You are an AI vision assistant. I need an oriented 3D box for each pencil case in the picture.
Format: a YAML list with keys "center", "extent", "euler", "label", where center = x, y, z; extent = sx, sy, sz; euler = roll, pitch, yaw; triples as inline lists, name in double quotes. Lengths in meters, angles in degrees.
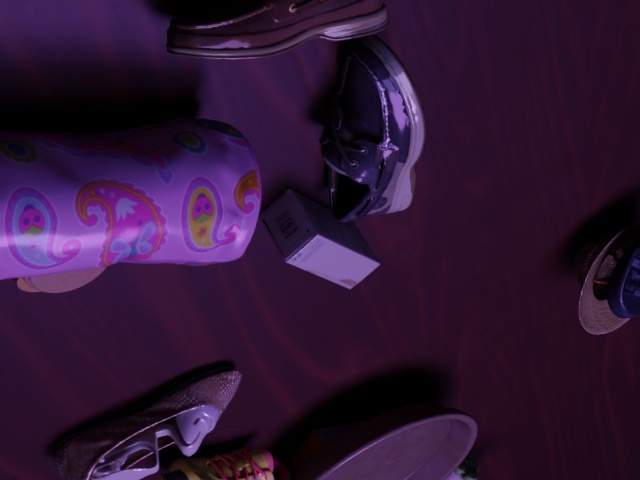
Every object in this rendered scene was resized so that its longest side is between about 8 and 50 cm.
- center: [-0.182, -0.032, 0.973]
  extent: [0.284, 0.124, 0.124]
  euler: [-4, 139, -38]
  label: "pencil case"

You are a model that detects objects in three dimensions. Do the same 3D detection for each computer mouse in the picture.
- center: [0.384, -0.024, 1.523]
  extent: [0.071, 0.041, 0.242]
  euler: [22, 98, -34]
  label: "computer mouse"

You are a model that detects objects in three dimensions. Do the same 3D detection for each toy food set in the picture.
- center: [-0.204, 0.013, 1.106]
  extent: [0.083, 0.020, 0.083]
  euler: [-11, 143, -32]
  label: "toy food set"

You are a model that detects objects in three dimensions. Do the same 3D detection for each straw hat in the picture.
- center: [0.329, 0.032, 1.582]
  extent: [0.144, 0.061, 0.144]
  euler: [-23, 130, -30]
  label: "straw hat"

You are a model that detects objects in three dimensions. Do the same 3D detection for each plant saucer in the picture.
- center: [0.064, 0.283, 1.646]
  extent: [0.278, 0.041, 0.278]
  euler: [-24, 150, -15]
  label: "plant saucer"

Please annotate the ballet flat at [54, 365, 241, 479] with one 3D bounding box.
- center: [-0.162, 0.197, 1.362]
  extent: [0.206, 0.067, 0.073]
  euler: [-26, 148, -11]
  label: "ballet flat"

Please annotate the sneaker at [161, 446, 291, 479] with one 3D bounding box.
- center: [-0.100, 0.263, 1.516]
  extent: [0.094, 0.081, 0.208]
  euler: [-45, 155, 6]
  label: "sneaker"

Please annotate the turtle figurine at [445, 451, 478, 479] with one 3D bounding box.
- center: [0.139, 0.428, 1.845]
  extent: [0.266, 0.198, 0.275]
  euler: [-49, 149, 19]
  label: "turtle figurine"

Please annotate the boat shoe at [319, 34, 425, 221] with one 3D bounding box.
- center: [0.037, -0.080, 1.136]
  extent: [0.073, 0.080, 0.223]
  euler: [-31, 154, -13]
  label: "boat shoe"

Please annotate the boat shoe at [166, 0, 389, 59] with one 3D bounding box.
- center: [-0.032, -0.169, 0.975]
  extent: [0.178, 0.064, 0.060]
  euler: [-17, 115, -27]
  label: "boat shoe"

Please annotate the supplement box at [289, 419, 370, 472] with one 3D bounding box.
- center: [0.020, 0.253, 1.639]
  extent: [0.098, 0.036, 0.062]
  euler: [-2, 139, -42]
  label: "supplement box"

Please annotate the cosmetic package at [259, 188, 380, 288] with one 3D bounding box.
- center: [0.000, 0.000, 1.237]
  extent: [0.041, 0.060, 0.115]
  euler: [-41, 147, 16]
  label: "cosmetic package"
